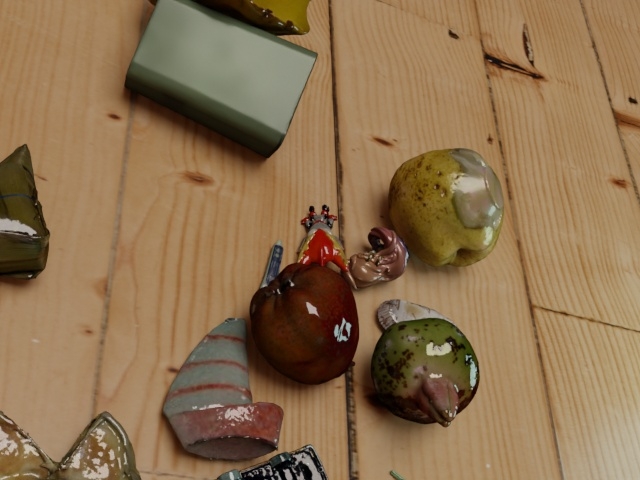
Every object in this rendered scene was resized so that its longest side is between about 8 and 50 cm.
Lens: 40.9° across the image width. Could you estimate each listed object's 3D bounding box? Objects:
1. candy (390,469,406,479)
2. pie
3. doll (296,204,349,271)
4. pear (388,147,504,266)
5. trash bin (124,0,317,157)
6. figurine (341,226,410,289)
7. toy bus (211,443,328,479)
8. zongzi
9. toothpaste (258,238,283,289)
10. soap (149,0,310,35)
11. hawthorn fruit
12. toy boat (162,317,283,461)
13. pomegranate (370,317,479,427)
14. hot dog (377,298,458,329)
[{"bbox_3d":[0.209,0.484,1.583,0.193,0.062,0.058,36,92,7],"label":"candy"},{"bbox_3d":[-0.406,0.392,1.251,0.337,0.075,0.338,15,58,-25],"label":"pie"},{"bbox_3d":[0.000,0.000,1.777,0.109,0.057,0.169,-2,46,-2],"label":"doll"},{"bbox_3d":[0.279,-0.071,1.887,0.271,0.271,0.271,16,52,-22],"label":"pear"},{"bbox_3d":[-0.207,-0.350,1.779,0.343,0.158,0.223,24,79,-14],"label":"trash bin"},{"bbox_3d":[0.120,0.045,1.781,0.114,0.126,0.157,21,41,25],"label":"figurine"},{"bbox_3d":[-0.094,0.416,1.394,0.200,0.114,0.098,-13,66,-31],"label":"toy bus"},{"bbox_3d":[-0.597,-0.064,1.426,0.260,0.123,0.289,-4,52,-30],"label":"zongzi"},{"bbox_3d":[-0.094,0.053,1.706,0.037,0.021,0.140,24,52,-16],"label":"toothpaste"},{"bbox_3d":[-0.192,-0.520,1.826,0.259,0.281,0.143,22,78,-49],"label":"soap"},{"bbox_3d":[-0.009,0.166,1.574,0.248,0.208,0.208,49,43,-25],"label":"hawthorn fruit"},{"bbox_3d":[-0.170,0.244,1.499,0.206,0.096,0.282,3,47,-12],"label":"toy boat"},{"bbox_3d":[0.206,0.261,1.599,0.214,0.214,0.248,19,20,-19],"label":"pomegranate"},{"bbox_3d":[0.204,0.178,1.782,0.192,0.053,0.099,20,50,-15],"label":"hot dog"}]
